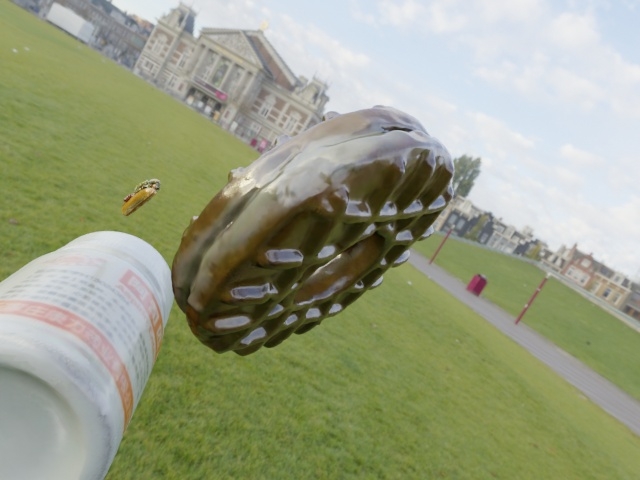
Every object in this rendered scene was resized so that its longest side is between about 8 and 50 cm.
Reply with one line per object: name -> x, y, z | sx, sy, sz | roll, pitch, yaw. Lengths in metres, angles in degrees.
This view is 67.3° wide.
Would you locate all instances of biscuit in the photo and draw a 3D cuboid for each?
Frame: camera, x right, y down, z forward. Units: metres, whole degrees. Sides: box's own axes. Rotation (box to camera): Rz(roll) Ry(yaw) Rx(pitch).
biscuit -> 0.000, 0.000, 0.514 | 0.103, 0.332, 0.332 | 55, 16, 21

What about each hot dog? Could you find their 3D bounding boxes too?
hot dog -> -0.246, -0.060, 0.653 | 0.021, 0.083, 0.037 | 39, 38, -29

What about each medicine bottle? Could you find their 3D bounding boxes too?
medicine bottle -> -0.306, 0.125, 0.585 | 0.211, 0.211, 0.371 | 29, 10, -13
